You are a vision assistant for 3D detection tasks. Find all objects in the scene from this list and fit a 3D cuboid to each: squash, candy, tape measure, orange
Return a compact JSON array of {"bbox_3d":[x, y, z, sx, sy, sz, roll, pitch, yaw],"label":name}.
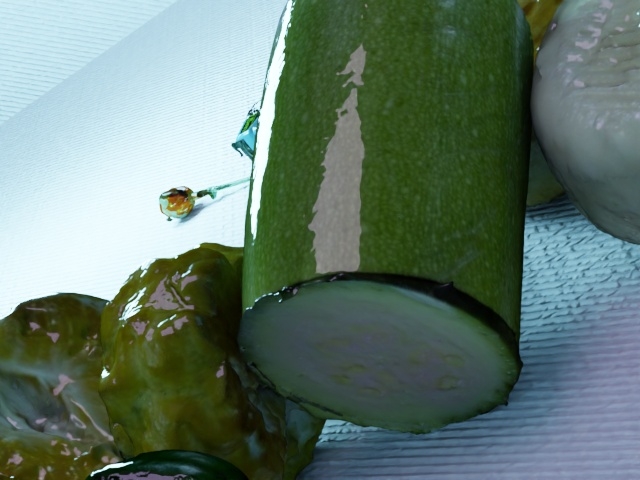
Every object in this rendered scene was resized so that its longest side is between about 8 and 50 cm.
[{"bbox_3d":[0.063,-0.044,1.719,0.263,0.263,0.384,-23,45,34],"label":"squash"},{"bbox_3d":[-0.149,-0.070,2.627,0.184,0.049,0.055,-16,35,29],"label":"candy"},{"bbox_3d":[-0.044,-0.176,2.611,0.146,0.081,0.125,-16,32,44],"label":"tape measure"},{"bbox_3d":[-0.270,0.209,1.891,0.368,0.271,0.210,-34,-27,-42],"label":"orange"}]

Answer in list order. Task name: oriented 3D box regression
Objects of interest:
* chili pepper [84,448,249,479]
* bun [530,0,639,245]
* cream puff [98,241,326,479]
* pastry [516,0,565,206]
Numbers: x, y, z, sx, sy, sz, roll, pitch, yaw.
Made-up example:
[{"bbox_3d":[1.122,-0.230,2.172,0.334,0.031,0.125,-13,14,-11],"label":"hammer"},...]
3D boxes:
[{"bbox_3d":[-0.094,0.270,1.573,0.261,0.174,0.165,2,36,27],"label":"chili pepper"},{"bbox_3d":[0.360,-0.148,1.691,0.359,0.211,0.360,-34,30,23],"label":"bun"},{"bbox_3d":[-0.114,0.139,1.766,0.185,0.282,0.282,-20,25,23],"label":"cream puff"},{"bbox_3d":[0.245,-0.154,1.987,0.329,0.136,0.330,-35,24,18],"label":"pastry"}]
